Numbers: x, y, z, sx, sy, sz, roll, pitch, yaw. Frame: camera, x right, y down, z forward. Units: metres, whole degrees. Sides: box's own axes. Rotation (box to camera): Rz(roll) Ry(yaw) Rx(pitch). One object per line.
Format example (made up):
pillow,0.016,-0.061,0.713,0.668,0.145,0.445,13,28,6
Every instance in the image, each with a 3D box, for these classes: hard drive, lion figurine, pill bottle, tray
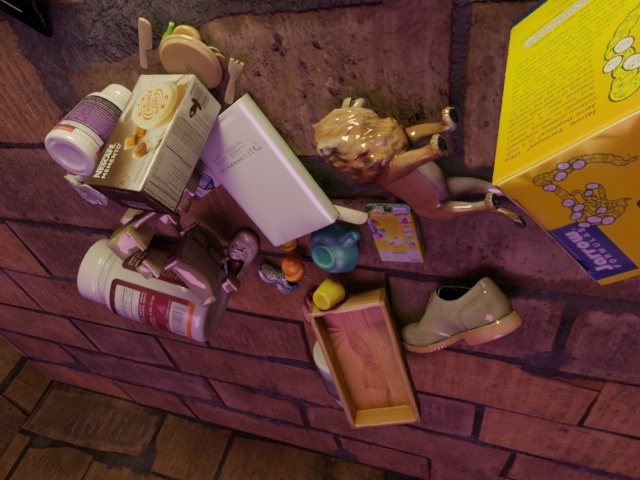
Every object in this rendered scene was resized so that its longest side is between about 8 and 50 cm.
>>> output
hard drive,-0.124,-0.134,1.037,0.203,0.040,0.307,-21,116,42
lion figurine,0.180,-0.114,0.883,0.392,0.142,0.240,40,147,-29
pill bottle,-0.456,-0.233,0.994,0.108,0.193,0.108,13,143,10
pill bottle,0.080,0.418,1.555,0.161,0.161,0.283,6,140,19
tray,0.129,0.331,1.325,0.202,0.076,0.411,-12,113,16
pill bottle,-0.483,0.138,1.434,0.392,0.224,0.224,17,142,6

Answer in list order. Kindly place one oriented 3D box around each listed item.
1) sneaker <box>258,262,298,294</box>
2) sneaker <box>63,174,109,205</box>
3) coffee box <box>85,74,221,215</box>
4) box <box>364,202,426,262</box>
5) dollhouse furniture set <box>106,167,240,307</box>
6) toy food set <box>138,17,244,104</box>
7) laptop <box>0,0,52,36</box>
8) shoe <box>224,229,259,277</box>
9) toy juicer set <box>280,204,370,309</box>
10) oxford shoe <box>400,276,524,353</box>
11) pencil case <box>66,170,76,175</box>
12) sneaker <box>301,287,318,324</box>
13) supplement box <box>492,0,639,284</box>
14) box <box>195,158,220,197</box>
sneaker,-0.115,0.098,1.361,0.058,0.052,0.135,-28,129,33
sneaker,-0.574,-0.152,1.247,0.235,0.095,0.090,16,152,40
coffee box,-0.309,-0.183,0.917,0.141,0.246,0.098,10,161,27
box,0.166,-0.024,1.075,0.105,0.043,0.179,1,141,25
dollhouse furniture set,-0.262,0.024,1.120,0.174,0.303,0.355,-33,115,11
toy food set,-0.236,-0.336,0.900,0.192,0.038,0.132,22,150,-10
laptop,-0.578,-0.529,0.842,0.234,0.137,0.264,30,167,-10
shoe,-0.221,0.048,1.333,0.076,0.058,0.219,25,143,-4
toy juicer set,0.000,0.000,1.167,0.209,0.089,0.329,34,133,18
oxford shoe,0.321,0.185,1.216,0.397,0.140,0.146,-35,80,55
pencil case,-0.489,-0.202,1.126,0.236,0.104,0.104,1,138,25
sneaker,0.042,0.226,1.422,0.221,0.087,0.128,38,150,-2
supplement box,0.350,-0.165,0.555,0.194,0.356,0.195,36,141,-19
box,-0.282,-0.152,1.146,0.081,0.028,0.136,42,141,-24
